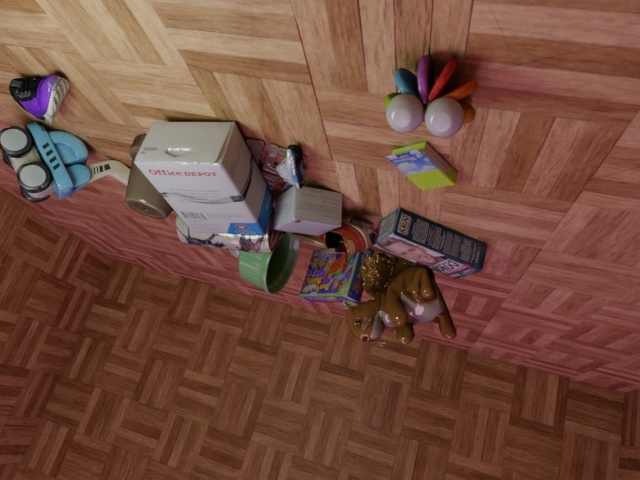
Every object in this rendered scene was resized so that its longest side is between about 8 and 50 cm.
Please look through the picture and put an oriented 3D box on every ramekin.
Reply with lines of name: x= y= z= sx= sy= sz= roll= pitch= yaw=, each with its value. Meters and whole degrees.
ramekin: x=-0.218 y=0.065 z=2.046 sx=0.148 sy=0.304 sz=0.303 roll=19 pitch=162 yaw=19

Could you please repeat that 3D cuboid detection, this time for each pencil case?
pencil case: x=-0.343 y=-0.057 z=1.780 sx=0.409 sy=0.184 sz=0.160 roll=6 pitch=151 yaw=18

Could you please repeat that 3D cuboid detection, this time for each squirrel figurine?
squirrel figurine: x=0.275 y=0.230 z=1.873 sx=0.370 sy=0.397 sz=0.281 roll=-24 pitch=129 yaw=16

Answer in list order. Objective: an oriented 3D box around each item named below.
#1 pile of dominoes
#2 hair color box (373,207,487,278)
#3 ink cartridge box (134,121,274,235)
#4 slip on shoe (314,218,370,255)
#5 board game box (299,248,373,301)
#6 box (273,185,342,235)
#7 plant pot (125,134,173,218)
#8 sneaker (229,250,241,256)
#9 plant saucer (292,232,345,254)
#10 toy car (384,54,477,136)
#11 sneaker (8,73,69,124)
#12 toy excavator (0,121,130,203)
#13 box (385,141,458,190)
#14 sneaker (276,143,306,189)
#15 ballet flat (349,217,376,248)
pile of dominoes: x=-0.160 y=-0.249 z=1.545 sx=0.195 sy=0.040 sz=0.251 roll=21 pitch=153 yaw=-8
hair color box: x=0.378 y=0.017 z=1.671 sx=0.347 sy=0.105 sz=0.174 roll=22 pitch=160 yaw=-10
ink cartridge box: x=-0.348 y=-0.187 z=1.527 sx=0.285 sy=0.166 sz=0.395 roll=3 pitch=151 yaw=16
slip on shoe: x=0.042 y=-0.023 z=1.747 sx=0.331 sy=0.101 sz=0.123 roll=24 pitch=136 yaw=52
board game box: x=0.065 y=0.151 z=2.118 sx=0.078 sy=0.234 sz=0.347 roll=29 pitch=157 yaw=-31
box: x=-0.045 y=-0.098 z=1.636 sx=0.181 sy=0.119 sz=0.181 roll=8 pitch=167 yaw=-26
plant pot: x=-0.574 y=-0.208 z=1.692 sx=0.262 sy=0.230 sz=0.263 roll=16 pitch=160 yaw=6
sneaker: x=-0.375 y=-0.073 z=2.112 sx=0.094 sy=0.151 sz=0.256 roll=-1 pitch=119 yaw=49
plant saucer: x=0.000 y=0.000 z=1.985 sx=0.240 sy=0.037 sz=0.241 roll=21 pitch=177 yaw=1
toy car: x=0.216 y=-0.291 z=0.941 sx=0.181 sy=0.159 sz=0.136 roll=11 pitch=126 yaw=19
sneaker: x=-0.880 y=-0.451 z=1.477 sx=0.146 sy=0.102 sz=0.293 roll=29 pitch=158 yaw=-28
toy excavator: x=-0.933 y=-0.279 z=1.869 sx=0.222 sy=0.445 sz=0.433 roll=-18 pitch=99 yaw=61
box: x=0.268 y=-0.198 z=1.265 sx=0.178 sy=0.043 sz=0.109 roll=32 pitch=155 yaw=-36
sneaker: x=-0.097 y=-0.222 z=1.442 sx=0.082 sy=0.071 sz=0.191 roll=17 pitch=154 yaw=11
ballet flat: x=0.169 y=-0.035 z=1.795 sx=0.067 sy=0.073 sz=0.206 roll=-19 pitch=152 yaw=14
